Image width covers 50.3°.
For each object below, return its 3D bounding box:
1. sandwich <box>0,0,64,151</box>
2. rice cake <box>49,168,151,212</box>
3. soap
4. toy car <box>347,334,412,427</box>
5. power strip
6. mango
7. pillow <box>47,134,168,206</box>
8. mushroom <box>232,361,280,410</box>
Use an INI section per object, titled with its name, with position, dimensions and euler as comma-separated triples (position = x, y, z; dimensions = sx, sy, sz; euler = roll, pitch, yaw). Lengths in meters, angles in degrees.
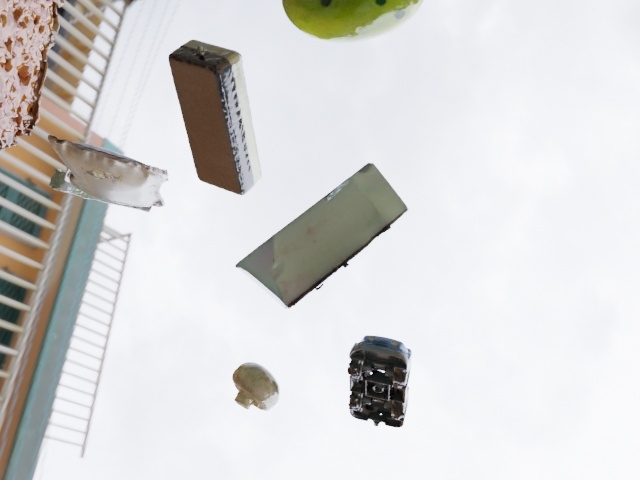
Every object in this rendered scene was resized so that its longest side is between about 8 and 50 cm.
[sandwich]
position = -0.251, -0.140, 0.443
dimensions = 0.079, 0.159, 0.235
euler = 22, -79, 12
[rice cake]
position = -0.418, -0.094, 1.318
dimensions = 0.034, 0.211, 0.043
euler = 18, -87, 44
[soap]
position = 0.000, 0.000, 0.920
dimensions = 0.230, 0.145, 0.091
euler = -39, -89, -11
[toy car]
position = 0.104, 0.227, 1.151
dimensions = 0.097, 0.191, 0.100
euler = 9, -139, 14
[power strip]
position = -0.163, -0.196, 1.092
dimensions = 0.105, 0.256, 0.070
euler = 20, -130, 25
[mango]
position = 0.066, -0.480, 1.338
dimensions = 0.293, 0.175, 0.143
euler = -7, -159, 17
[pillow]
position = -0.244, -0.074, 0.801
dimensions = 0.233, 0.131, 0.038
euler = 156, -50, -74
[mushroom]
position = -0.102, 0.229, 1.058
dimensions = 0.084, 0.083, 0.067
euler = 19, -119, 39
